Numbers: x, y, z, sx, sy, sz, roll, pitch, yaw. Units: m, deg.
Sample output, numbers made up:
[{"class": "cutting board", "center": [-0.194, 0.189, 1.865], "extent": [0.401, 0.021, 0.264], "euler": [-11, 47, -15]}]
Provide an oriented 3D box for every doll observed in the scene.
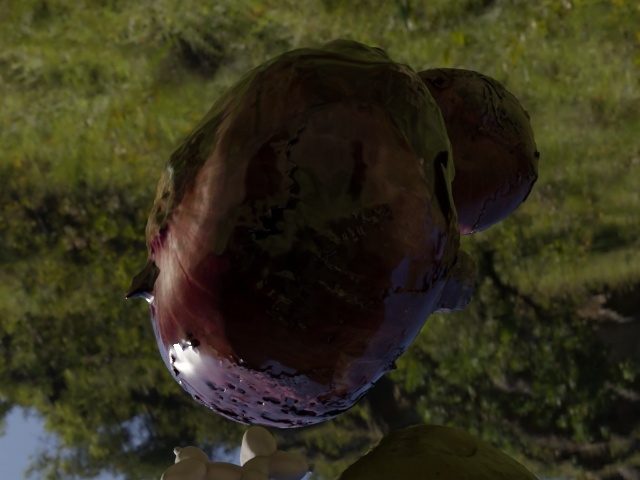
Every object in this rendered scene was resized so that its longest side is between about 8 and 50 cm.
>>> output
[{"class": "doll", "center": [-0.089, 0.258, 1.289], "extent": [0.161, 0.059, 0.160], "euler": [9, -161, 3]}]

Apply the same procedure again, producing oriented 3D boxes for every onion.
[{"class": "onion", "center": [0.131, -0.102, 1.144], "extent": [0.184, 0.147, 0.184], "euler": [2, -123, -4]}, {"class": "onion", "center": [0.000, 0.000, 0.743], "extent": [0.219, 0.252, 0.252], "euler": [15, -155, -24]}]

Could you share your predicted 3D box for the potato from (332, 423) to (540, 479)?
[{"class": "potato", "center": [0.073, 0.192, 0.592], "extent": [0.194, 0.157, 0.157], "euler": [46, -118, 7]}]
